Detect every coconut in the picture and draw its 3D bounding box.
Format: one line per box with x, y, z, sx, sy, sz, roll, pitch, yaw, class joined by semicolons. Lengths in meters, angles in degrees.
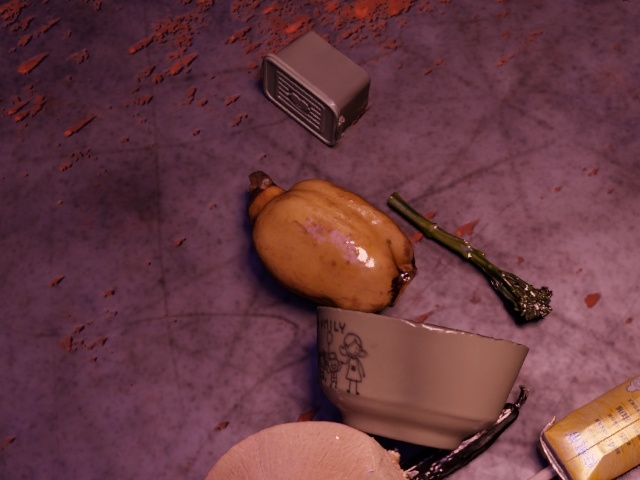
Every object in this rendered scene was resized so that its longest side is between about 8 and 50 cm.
-0.009;0.268;0.936;0.224;0.234;0.224;0;70;-1;coconut

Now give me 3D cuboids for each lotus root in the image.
0.000;0.000;1.104;0.221;0.125;0.118;29;115;19;lotus root

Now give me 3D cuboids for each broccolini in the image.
0.160;0.011;1.130;0.044;0.042;0.218;-43;70;-13;broccolini

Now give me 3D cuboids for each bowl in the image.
0.087;0.135;1.008;0.211;0.211;0.112;12;83;8;bowl

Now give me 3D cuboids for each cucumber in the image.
0.144;0.203;1.058;0.163;0.043;0.039;-30;28;-11;cucumber

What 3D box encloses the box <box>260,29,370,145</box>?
-0.003;-0.177;1.193;0.122;0.084;0.069;40;69;16;box

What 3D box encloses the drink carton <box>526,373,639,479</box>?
0.270;0.200;1.030;0.200;0.074;0.084;-28;69;-9;drink carton
